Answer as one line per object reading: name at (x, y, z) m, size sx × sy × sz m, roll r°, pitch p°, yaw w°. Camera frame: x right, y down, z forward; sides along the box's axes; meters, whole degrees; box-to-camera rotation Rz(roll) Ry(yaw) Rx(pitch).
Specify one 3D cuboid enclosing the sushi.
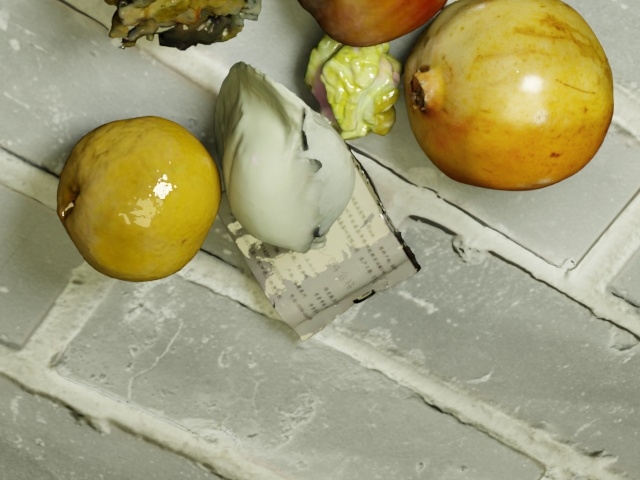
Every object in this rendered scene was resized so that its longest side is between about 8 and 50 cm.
sushi at (-0.172, -0.339, 1.554) m, size 0.200 × 0.204 × 0.213 m, roll -12°, pitch 163°, yaw -32°

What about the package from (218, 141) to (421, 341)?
package at (0.000, 0.000, 1.840) m, size 0.204 × 0.062 × 0.251 m, roll -30°, pitch 116°, yaw 5°

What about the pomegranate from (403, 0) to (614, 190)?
pomegranate at (0.222, -0.186, 1.666) m, size 0.264 × 0.264 × 0.264 m, roll -5°, pitch 119°, yaw -8°

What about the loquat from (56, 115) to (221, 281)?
loquat at (-0.223, -0.052, 1.687) m, size 0.208 × 0.208 × 0.208 m, roll -5°, pitch 119°, yaw -8°

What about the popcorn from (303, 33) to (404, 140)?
popcorn at (0.042, -0.196, 1.704) m, size 0.126 × 0.125 × 0.145 m, roll 2°, pitch 109°, yaw -2°

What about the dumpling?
dumpling at (-0.056, -0.113, 1.686) m, size 0.175 × 0.227 × 0.243 m, roll -7°, pitch 131°, yaw -44°

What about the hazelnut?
hazelnut at (0.066, -0.337, 1.608) m, size 0.186 × 0.210 × 0.210 m, roll -26°, pitch 123°, yaw -23°
